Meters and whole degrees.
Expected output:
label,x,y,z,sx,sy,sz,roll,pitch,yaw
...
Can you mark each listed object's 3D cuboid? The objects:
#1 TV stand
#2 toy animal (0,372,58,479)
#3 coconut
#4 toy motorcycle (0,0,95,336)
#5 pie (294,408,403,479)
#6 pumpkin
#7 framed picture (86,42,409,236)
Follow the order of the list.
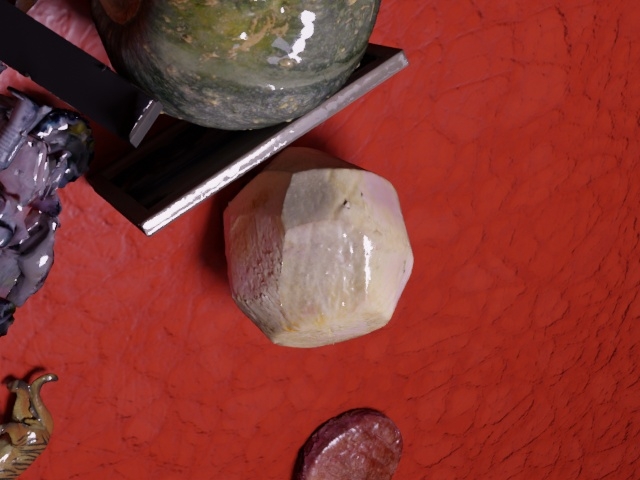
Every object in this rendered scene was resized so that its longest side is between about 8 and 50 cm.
label,x,y,z,sx,sy,sz,roll,pitch,yaw
TV stand,-0.261,-0.173,1.088,0.049,0.256,0.040,-56,174,-4
toy animal,-0.382,0.251,1.410,0.241,0.057,0.099,-47,141,-2
coconut,0.000,0.000,1.404,0.197,0.237,0.237,3,117,-33
toy motorcycle,-0.327,-0.070,1.181,0.207,0.134,0.401,16,110,-47
pie,0.043,0.329,1.762,0.182,0.049,0.182,-19,127,-27
pumpkin,-0.079,-0.275,1.109,0.257,0.291,0.328,-23,141,-31
framed picture,-0.084,-0.120,1.254,0.315,0.232,0.024,-36,115,-12
